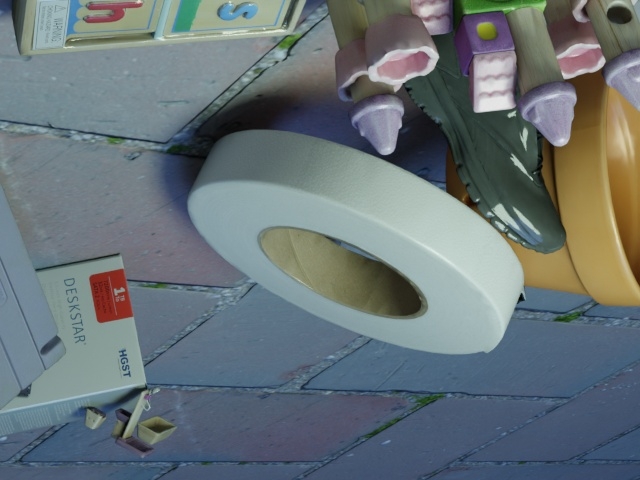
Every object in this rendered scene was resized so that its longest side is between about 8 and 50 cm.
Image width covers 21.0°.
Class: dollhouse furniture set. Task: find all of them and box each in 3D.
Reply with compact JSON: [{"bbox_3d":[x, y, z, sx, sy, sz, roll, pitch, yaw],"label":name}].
[{"bbox_3d":[-0.220,0.203,2.128,0.081,0.091,0.114,-66,165,10],"label":"dollhouse furniture set"}]

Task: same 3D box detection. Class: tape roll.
[{"bbox_3d":[0.038,0.009,1.939,0.392,0.072,0.392,22,160,9],"label":"tape roll"}]

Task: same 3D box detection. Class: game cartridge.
[{"bbox_3d":[-0.409,0.070,1.836,0.230,0.068,0.355,-38,142,-23],"label":"game cartridge"}]

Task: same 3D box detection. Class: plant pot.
[{"bbox_3d":[0.271,-0.064,1.954,0.203,0.290,0.291,-5,163,26],"label":"plant pot"}]

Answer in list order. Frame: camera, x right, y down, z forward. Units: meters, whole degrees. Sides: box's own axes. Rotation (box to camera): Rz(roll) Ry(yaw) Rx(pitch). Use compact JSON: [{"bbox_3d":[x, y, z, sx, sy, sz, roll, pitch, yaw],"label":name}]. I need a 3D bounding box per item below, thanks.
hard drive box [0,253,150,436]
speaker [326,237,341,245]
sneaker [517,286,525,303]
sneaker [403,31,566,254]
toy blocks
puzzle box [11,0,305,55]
[{"bbox_3d":[-0.342,0.133,2.140,0.232,0.181,0.089,-12,156,-8],"label":"hard drive box"},{"bbox_3d":[0.000,0.000,2.189,0.055,0.055,0.136,-11,158,-7],"label":"speaker"},{"bbox_3d":[0.267,0.064,2.507,0.040,0.043,0.109,-27,152,33],"label":"sneaker"},{"bbox_3d":[0.186,-0.118,1.771,0.130,0.286,0.109,-30,-172,13],"label":"sneaker"},{"bbox_3d":[0.169,-0.201,1.558,0.289,0.260,0.309,-8,157,-13],"label":"toy blocks"},{"bbox_3d":[-0.110,-0.292,1.457,0.272,0.052,0.409,-7,156,-17],"label":"puzzle box"}]
